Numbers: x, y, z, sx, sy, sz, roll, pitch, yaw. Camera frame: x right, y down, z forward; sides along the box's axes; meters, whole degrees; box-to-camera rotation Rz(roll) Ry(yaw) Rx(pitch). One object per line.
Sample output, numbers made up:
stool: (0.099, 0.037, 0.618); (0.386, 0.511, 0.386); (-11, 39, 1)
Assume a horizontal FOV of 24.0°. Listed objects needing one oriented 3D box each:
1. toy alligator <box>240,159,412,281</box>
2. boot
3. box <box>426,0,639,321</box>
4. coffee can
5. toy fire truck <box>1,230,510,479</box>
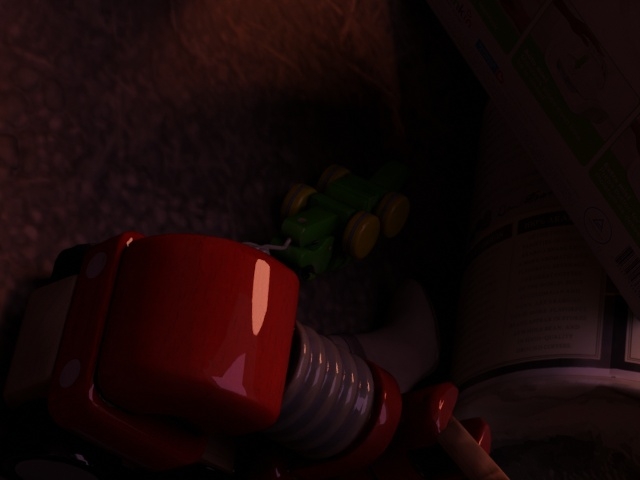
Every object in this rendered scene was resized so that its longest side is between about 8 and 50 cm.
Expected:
toy alligator: (0.000, 0.000, 0.914); (0.190, 0.056, 0.051); (-33, 141, -50)
boot: (0.032, 0.072, 0.926); (0.087, 0.042, 0.118); (20, 60, -41)
box: (0.199, -0.127, 0.833); (0.127, 0.231, 0.262); (-22, 70, -29)
coffee can: (0.192, 0.022, 1.007); (0.201, 0.201, 0.275); (37, 50, -35)
toy fire truck: (-0.003, 0.089, 0.713); (0.217, 0.246, 0.158); (36, 50, -36)
